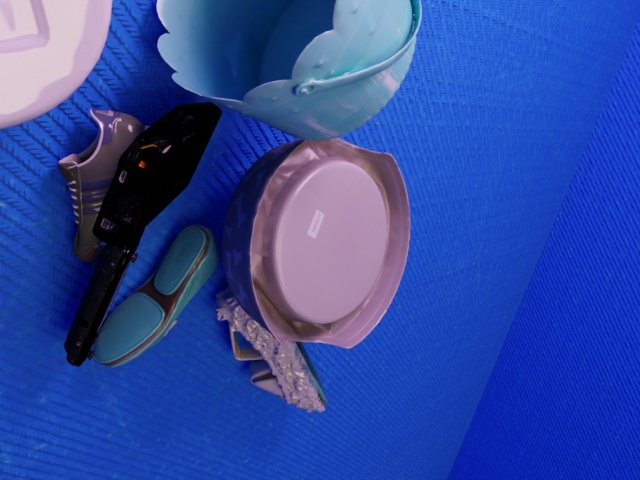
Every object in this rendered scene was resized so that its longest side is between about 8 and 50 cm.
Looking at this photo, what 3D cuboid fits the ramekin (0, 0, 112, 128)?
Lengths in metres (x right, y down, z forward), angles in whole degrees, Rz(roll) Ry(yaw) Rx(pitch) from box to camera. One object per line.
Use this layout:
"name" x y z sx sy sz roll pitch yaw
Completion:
"ramekin" -0.309 -0.219 0.385 0.277 0.135 0.277 -28 133 -34

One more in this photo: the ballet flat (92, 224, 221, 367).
"ballet flat" -0.229 0.089 0.730 0.247 0.083 0.087 -53 156 -4

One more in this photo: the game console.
"game console" -0.231 -0.003 0.611 0.361 0.044 0.213 -58 -171 23

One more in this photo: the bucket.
"bucket" -0.030 -0.259 0.569 0.183 0.281 0.281 16 102 -57

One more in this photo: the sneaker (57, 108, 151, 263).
"sneaker" -0.275 -0.070 0.591 0.086 0.064 0.192 24 101 -37

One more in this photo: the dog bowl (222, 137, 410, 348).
"dog bowl" 0.000 0.000 0.766 0.349 0.102 0.348 -11 106 -45

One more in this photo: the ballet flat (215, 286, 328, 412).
"ballet flat" -0.093 0.209 0.945 0.147 0.147 0.408 -39 135 -24
